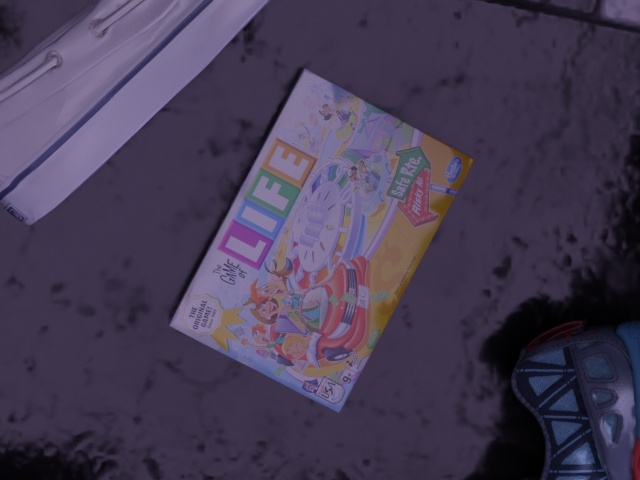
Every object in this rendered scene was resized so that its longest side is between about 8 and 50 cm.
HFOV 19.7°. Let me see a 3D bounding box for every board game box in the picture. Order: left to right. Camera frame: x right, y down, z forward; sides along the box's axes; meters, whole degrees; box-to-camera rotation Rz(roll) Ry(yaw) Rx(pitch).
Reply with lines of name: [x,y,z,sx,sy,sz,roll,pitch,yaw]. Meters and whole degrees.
board game box: [0.000,0.000,0.981,0.103,0.026,0.154,27,93,-6]

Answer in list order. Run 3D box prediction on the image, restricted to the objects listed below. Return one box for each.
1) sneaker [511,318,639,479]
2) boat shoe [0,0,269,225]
sneaker: [0.148,0.168,0.990,0.125,0.104,0.262,2,97,18]
boat shoe: [-0.086,-0.122,0.928,0.258,0.095,0.084,-45,101,0]
